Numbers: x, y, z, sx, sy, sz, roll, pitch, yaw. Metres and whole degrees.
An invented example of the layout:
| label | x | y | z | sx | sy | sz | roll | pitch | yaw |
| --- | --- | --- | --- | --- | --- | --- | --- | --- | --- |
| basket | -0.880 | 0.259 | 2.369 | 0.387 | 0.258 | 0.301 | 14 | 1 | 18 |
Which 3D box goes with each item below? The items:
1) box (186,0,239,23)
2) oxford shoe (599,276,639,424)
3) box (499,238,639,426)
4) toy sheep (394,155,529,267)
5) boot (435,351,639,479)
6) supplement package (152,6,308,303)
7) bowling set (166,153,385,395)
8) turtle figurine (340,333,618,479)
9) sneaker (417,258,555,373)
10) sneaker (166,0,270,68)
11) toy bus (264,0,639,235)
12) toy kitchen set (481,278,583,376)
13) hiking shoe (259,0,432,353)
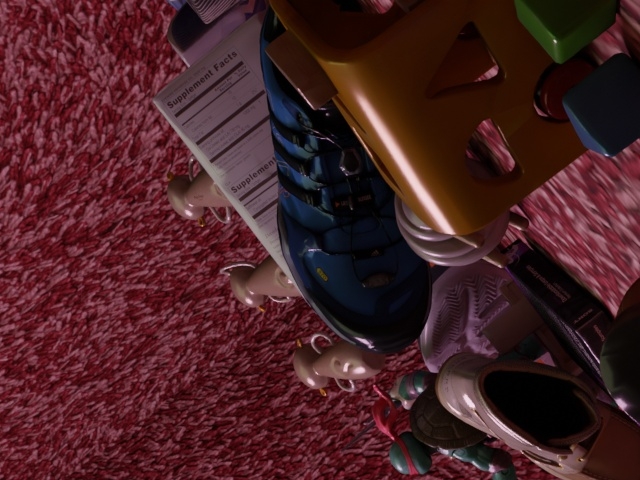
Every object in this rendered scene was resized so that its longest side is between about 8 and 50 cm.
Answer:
| label | x | y | z | sx | sy | sz | roll | pitch | yaw |
| --- | --- | --- | --- | --- | --- | --- | --- | --- | --- |
| box | -0.110 | -0.282 | 1.369 | 0.113 | 0.094 | 0.275 | 53 | 180 | 3 |
| oxford shoe | 0.209 | 0.094 | 0.678 | 0.212 | 0.076 | 0.076 | 50 | -150 | -10 |
| box | 0.202 | 0.071 | 1.176 | 0.116 | 0.029 | 0.162 | 52 | -178 | -25 |
| toy sheep | 0.097 | -0.022 | 1.113 | 0.091 | 0.091 | 0.132 | 53 | -175 | 29 |
| boot | 0.207 | 0.153 | 1.256 | 0.213 | 0.077 | 0.165 | 25 | 173 | -5 |
| supplement package | -0.009 | -0.084 | 1.378 | 0.244 | 0.134 | 0.139 | 53 | -154 | -4 |
| bowling set | 0.000 | 0.000 | 1.572 | 0.154 | 0.200 | 0.287 | -18 | 104 | 53 |
| turtle figurine | 0.141 | 0.166 | 1.391 | 0.175 | 0.234 | 0.118 | 57 | 173 | 25 |
| sneaker | 0.128 | 0.055 | 1.568 | 0.180 | 0.124 | 0.321 | 51 | 179 | 29 |
| sneaker | -0.082 | -0.236 | 1.811 | 0.182 | 0.127 | 0.315 | 49 | -172 | -20 |
| toy bus | 0.031 | -0.094 | 0.624 | 0.202 | 0.104 | 0.191 | 52 | 180 | 4 |
| toy kitchen set | 0.185 | 0.084 | 1.335 | 0.083 | 0.068 | 0.075 | 53 | 180 | 28 |
| hiking shoe | 0.007 | -0.061 | 1.170 | 0.132 | 0.113 | 0.304 | 73 | 180 | -77 |
